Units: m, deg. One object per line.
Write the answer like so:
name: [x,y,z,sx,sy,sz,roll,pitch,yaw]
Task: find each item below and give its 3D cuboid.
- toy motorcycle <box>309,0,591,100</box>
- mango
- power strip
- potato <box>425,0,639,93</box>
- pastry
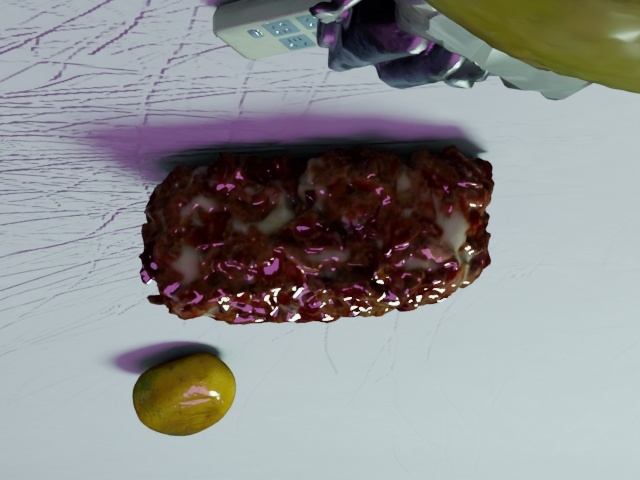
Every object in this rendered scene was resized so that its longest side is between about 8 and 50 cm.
toy motorcycle: [0.051,-0.118,0.713,0.159,0.106,0.270,7,166,-12]
mango: [-0.110,0.123,1.459,0.079,0.057,0.114,12,149,-19]
power strip: [-0.008,-0.107,0.867,0.090,0.016,0.040,-9,159,24]
potato: [0.109,-0.131,0.362,0.330,0.213,0.280,-1,125,6]
pastry: [0.000,0.000,1.060,0.208,0.097,0.115,-3,170,5]
